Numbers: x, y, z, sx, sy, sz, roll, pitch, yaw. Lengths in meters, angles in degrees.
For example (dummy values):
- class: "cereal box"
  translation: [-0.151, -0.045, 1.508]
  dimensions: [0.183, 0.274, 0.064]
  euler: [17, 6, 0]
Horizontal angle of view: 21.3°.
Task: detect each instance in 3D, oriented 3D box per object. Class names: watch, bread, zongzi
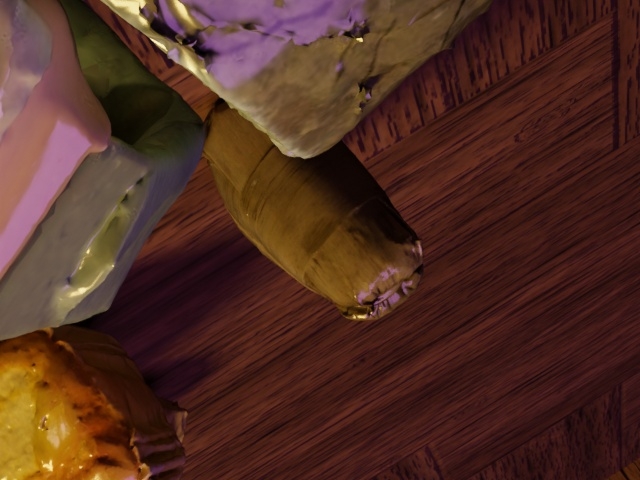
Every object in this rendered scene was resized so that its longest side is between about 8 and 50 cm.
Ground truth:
- class: "watch"
  translation: [-0.160, -0.070, 0.594]
  dimensions: [0.161, 0.253, 0.241]
  euler: [-51, -172, 13]
- class: "bread"
  translation: [-0.216, 0.179, 1.124]
  dimensions: [0.288, 0.152, 0.119]
  euler: [-41, 162, 22]
- class: "zongzi"
  translation: [0.000, 0.000, 1.024]
  dimensions: [0.078, 0.160, 0.176]
  euler: [-33, 157, -11]

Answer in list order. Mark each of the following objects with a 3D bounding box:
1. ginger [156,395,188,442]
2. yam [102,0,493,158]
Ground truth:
- class: "ginger"
  translation: [-0.194, 0.211, 1.330]
  dimensions: [0.118, 0.065, 0.299]
  euler: [-1, 143, -30]
- class: "yam"
  translation: [0.015, -0.198, 0.543]
  dimensions: [0.348, 0.241, 0.241]
  euler: [-40, 157, 11]
